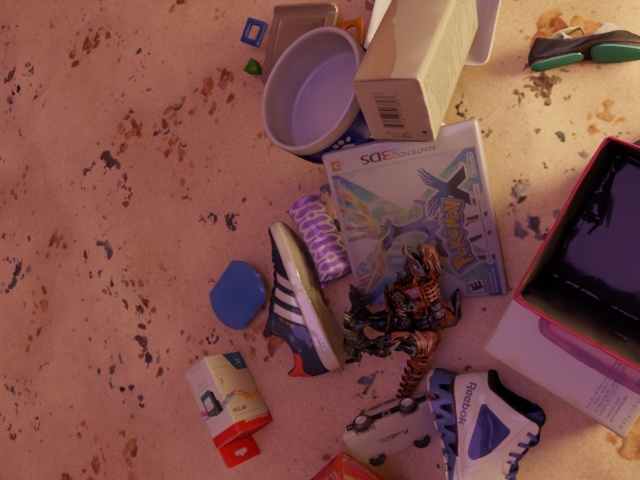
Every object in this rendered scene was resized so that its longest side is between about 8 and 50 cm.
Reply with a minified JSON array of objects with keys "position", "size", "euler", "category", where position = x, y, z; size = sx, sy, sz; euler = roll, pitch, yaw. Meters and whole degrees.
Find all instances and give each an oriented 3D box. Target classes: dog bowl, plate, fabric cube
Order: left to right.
[{"position":[0.003,-0.298,1.039],"size":[0.264,0.104,0.265],"euler":[-11,72,38],"category":"dog bowl"},{"position":[0.245,-0.500,1.039],"size":[0.277,0.045,0.278],"euler":[14,91,28],"category":"plate"},{"position":[0.479,0.024,0.712],"size":[0.259,0.258,0.254],"euler":[32,111,27],"category":"fabric cube"}]

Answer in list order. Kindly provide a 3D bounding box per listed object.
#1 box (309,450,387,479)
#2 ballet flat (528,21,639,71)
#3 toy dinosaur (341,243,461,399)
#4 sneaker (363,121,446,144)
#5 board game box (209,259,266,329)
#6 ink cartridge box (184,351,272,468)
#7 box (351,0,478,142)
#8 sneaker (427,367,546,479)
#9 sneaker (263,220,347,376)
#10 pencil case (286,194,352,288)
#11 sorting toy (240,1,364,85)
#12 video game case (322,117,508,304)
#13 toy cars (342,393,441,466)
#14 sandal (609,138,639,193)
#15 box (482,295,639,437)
[{"position":[0.093,0.518,0.890],"size":[0.256,0.123,0.128],"euler":[38,106,-15],"category":"box"},{"position":[0.481,-0.353,0.886],"size":[0.203,0.074,0.074],"euler":[3,86,30],"category":"ballet flat"},{"position":[0.156,0.167,0.943],"size":[0.218,0.164,0.322],"euler":[1,88,8],"category":"toy dinosaur"},{"position":[0.147,-0.156,1.018],"size":[0.275,0.109,0.107],"euler":[-20,60,36],"category":"sneaker"},{"position":[-0.194,0.133,1.210],"size":[0.133,0.033,0.169],"euler":[43,109,20],"category":"board game box"},{"position":[-0.199,0.378,1.126],"size":[0.078,0.134,0.231],"euler":[-39,69,18],"category":"ink cartridge box"},{"position":[0.180,-0.339,0.882],"size":[0.121,0.148,0.311],"euler":[9,60,30],"category":"box"},{"position":[0.311,0.367,0.860],"size":[0.182,0.127,0.316],"euler":[-21,74,27],"category":"sneaker"},{"position":[-0.073,0.133,1.088],"size":[0.148,0.131,0.350],"euler":[-26,73,18],"category":"sneaker"},{"position":[0.000,0.000,1.093],"size":[0.088,0.086,0.206],"euler":[-36,67,33],"category":"pencil case"},{"position":[-0.046,-0.463,1.191],"size":[0.347,0.047,0.196],"euler":[12,94,29],"category":"sorting toy"},{"position":[0.179,-0.037,0.952],"size":[0.299,0.036,0.329],"euler":[-8,107,27],"category":"video game case"},{"position":[0.085,0.449,0.987],"size":[0.176,0.087,0.394],"euler":[27,100,-14],"category":"toy cars"},{"position":[0.588,-0.150,0.821],"size":[0.254,0.054,0.097],"euler":[-23,67,34],"category":"sandal"},{"position":[0.411,0.187,0.815],"size":[0.232,0.148,0.127],"euler":[32,99,27],"category":"box"}]
